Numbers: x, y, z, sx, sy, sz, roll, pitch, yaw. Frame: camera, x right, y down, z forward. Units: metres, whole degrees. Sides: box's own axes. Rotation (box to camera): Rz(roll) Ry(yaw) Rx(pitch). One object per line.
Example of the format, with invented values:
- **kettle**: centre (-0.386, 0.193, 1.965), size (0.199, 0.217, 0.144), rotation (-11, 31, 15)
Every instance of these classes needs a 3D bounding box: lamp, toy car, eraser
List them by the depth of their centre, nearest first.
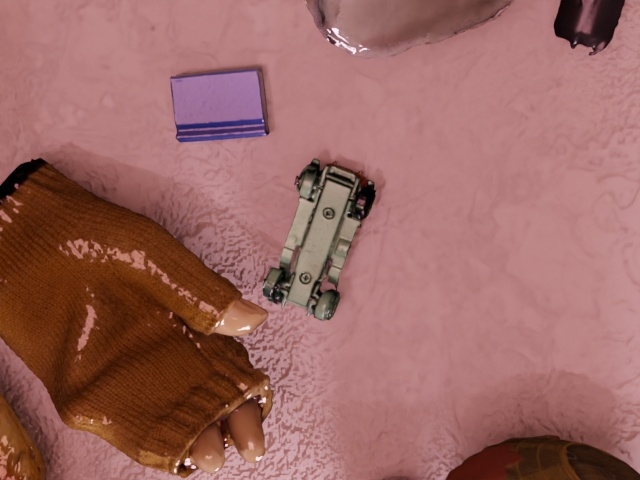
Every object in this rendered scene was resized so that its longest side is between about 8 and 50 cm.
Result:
- **lamp**: centre (0.190, 0.313, 1.705), size (0.250, 0.250, 0.284), rotation (27, 112, 3)
- **toy car**: centre (0.000, 0.000, 1.767), size (0.073, 0.054, 0.143), rotation (20, 107, 6)
- **eraser**: centre (-0.092, -0.124, 1.772), size (0.085, 0.027, 0.063), rotation (-4, 101, 9)

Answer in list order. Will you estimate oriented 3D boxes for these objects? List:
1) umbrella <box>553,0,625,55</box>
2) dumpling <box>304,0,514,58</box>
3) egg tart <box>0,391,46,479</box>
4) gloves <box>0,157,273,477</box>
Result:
- **umbrella**: centre (0.270, -0.318, 1.649), size (0.094, 0.090, 0.326), rotation (14, 102, 3)
- **dumpling**: centre (0.074, -0.350, 1.643), size (0.260, 0.181, 0.341), rotation (-9, 69, -10)
- **egg tart**: centre (-0.399, 0.230, 1.835), size (0.290, 0.115, 0.290), rotation (0, 97, -2)
- **gloves**: centre (-0.179, 0.074, 1.756), size (0.356, 0.155, 0.203), rotation (43, 97, 15)
